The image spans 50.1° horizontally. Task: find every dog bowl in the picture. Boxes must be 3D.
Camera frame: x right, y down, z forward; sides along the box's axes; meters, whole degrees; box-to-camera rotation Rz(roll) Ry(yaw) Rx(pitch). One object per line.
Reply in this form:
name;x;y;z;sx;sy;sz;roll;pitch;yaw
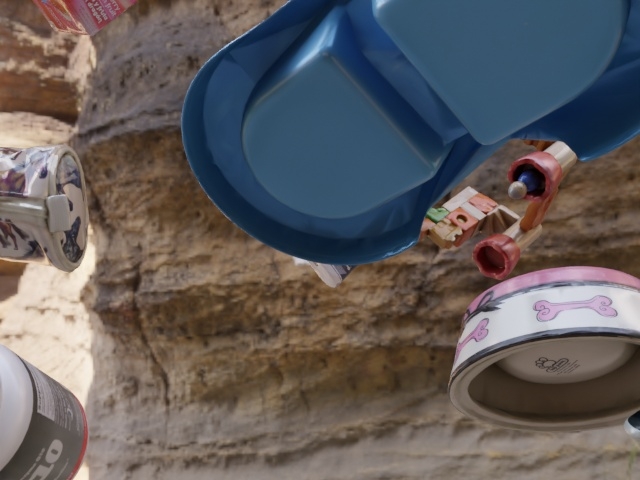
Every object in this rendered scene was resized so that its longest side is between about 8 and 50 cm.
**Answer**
dog bowl;0.426;0.196;1.203;0.408;0.150;0.408;2;-35;2
dog bowl;0.052;-0.095;0.385;0.297;0.074;0.166;-29;-63;36

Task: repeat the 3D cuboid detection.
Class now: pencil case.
pencil case;-0.490;-0.050;0.845;0.411;0.159;0.183;4;13;-2

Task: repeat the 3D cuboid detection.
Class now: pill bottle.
pill bottle;-0.365;0.195;0.727;0.161;0.161;0.283;-1;-25;0

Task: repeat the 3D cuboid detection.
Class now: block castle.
block castle;0.246;-0.154;1.364;0.453;0.303;0.213;38;52;24

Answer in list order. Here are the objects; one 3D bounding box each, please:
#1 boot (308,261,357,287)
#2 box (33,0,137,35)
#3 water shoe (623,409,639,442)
boot;0.000;0.000;1.418;0.086;0.190;0.069;-41;12;-24
box;-0.359;-0.413;0.903;0.128;0.122;0.256;23;-28;45
water shoe;0.543;0.245;1.024;0.203;0.080;0.073;-9;19;-15
